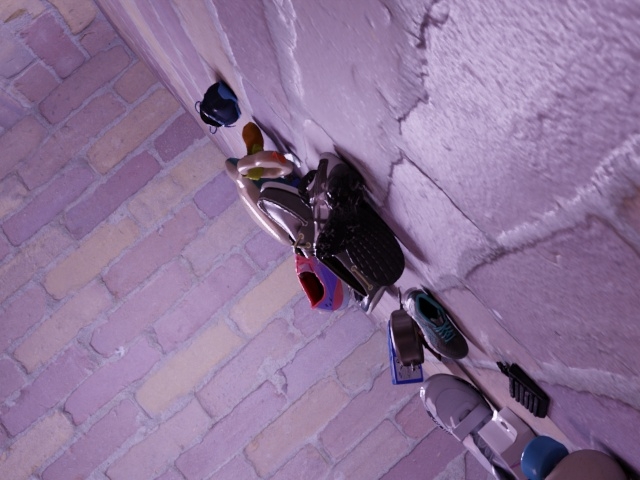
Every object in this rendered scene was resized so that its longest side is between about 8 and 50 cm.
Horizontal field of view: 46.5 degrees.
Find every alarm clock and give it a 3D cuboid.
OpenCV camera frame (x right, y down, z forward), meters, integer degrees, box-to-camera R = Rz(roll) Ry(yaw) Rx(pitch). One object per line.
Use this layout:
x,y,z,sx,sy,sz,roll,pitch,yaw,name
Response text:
0.190,0.199,1.684,0.129,0.064,0.192,31,-129,-74,alarm clock

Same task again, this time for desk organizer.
0.257,0.224,1.666,0.050,0.047,0.130,44,174,28,desk organizer

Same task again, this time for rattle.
-0.106,-0.210,1.622,0.130,0.143,0.199,18,165,-11,rattle

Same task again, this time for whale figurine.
-0.116,-0.112,1.815,0.272,0.141,0.216,52,169,-34,whale figurine

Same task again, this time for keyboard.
0.336,0.249,1.254,0.108,0.023,0.180,47,175,26,keyboard

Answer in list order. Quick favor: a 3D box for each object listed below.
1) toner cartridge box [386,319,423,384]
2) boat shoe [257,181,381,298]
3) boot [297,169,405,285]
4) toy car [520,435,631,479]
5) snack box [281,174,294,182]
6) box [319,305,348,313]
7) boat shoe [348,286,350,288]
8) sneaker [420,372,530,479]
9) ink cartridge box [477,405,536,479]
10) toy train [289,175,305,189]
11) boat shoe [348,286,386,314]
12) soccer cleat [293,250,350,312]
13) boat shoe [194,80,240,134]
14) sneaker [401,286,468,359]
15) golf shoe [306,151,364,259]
0.226,0.308,2.028,0.348,0.075,0.165,69,-164,-77,toner cartridge box
0.002,-0.001,1.439,0.305,0.091,0.109,34,158,-9,boat shoe
0.060,-0.035,1.321,0.246,0.083,0.161,49,-172,-1,boot
0.416,0.441,1.096,0.238,0.210,0.219,37,170,-29,toy car
-0.072,-0.141,1.934,0.064,0.022,0.178,42,172,48,snack box
0.009,0.094,2.193,0.275,0.094,0.113,71,-169,-48,box
0.086,0.096,2.192,0.072,0.068,0.190,63,175,-2,boat shoe
0.407,0.472,1.807,0.366,0.137,0.210,45,175,-10,sneaker
0.424,0.446,1.645,0.143,0.090,0.092,51,176,-31,ink cartridge box
0.023,-0.020,1.608,0.143,0.105,0.248,26,161,43,toy train
0.122,0.128,1.919,0.079,0.095,0.254,37,-176,3,boat shoe
-0.026,0.042,1.974,0.116,0.108,0.318,-1,-116,-50,soccer cleat
-0.253,-0.316,1.761,0.109,0.089,0.258,49,176,3,boat shoe
0.218,0.158,1.398,0.166,0.065,0.076,47,172,2,sneaker
0.018,-0.055,1.192,0.094,0.077,0.198,58,149,35,golf shoe
